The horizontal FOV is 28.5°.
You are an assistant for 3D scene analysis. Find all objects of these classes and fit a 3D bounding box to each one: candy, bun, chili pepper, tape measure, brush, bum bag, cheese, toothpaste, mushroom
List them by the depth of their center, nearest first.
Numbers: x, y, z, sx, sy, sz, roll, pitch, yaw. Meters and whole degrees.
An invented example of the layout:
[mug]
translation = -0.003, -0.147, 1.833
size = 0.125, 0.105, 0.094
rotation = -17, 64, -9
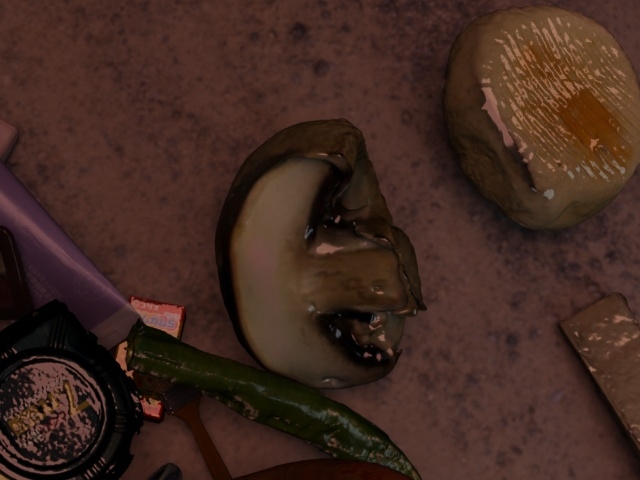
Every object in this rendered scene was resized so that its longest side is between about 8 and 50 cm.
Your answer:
[tape measure]
translation = -0.274, 0.176, 1.197
size = 0.199, 0.112, 0.186
rotation = -35, 82, -23
[chili pepper]
translation = -0.032, 0.177, 1.252
size = 0.359, 0.085, 0.076
rotation = 29, 91, -13
[bum bag]
translation = -0.365, 0.031, 1.258
size = 0.159, 0.026, 0.109
rotation = -1, 117, 16
[toothpaste]
translation = -0.337, -0.026, 1.262
size = 0.125, 0.080, 0.371
rotation = -36, 95, 16
[brush]
translation = -0.127, 0.186, 1.278
size = 0.043, 0.014, 0.170
rotation = -30, 98, -32
[cheese]
translation = 0.375, 0.231, 1.281
size = 0.085, 0.034, 0.400
rotation = -26, 66, -2
[mushroom]
translation = -0.006, 0.005, 1.288
size = 0.189, 0.164, 0.267
rotation = -21, 114, 13
[candy]
translation = -0.180, 0.123, 1.299
size = 0.062, 0.038, 0.122
rotation = 12, 75, -3
[bun]
translation = 0.224, -0.133, 1.352
size = 0.244, 0.153, 0.244
rotation = 8, 72, -25

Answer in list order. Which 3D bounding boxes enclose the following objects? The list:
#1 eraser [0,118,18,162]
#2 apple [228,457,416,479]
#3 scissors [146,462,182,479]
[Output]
[eraser]
translation = -0.458, -0.057, 1.307
size = 0.204, 0.059, 0.243
rotation = 22, 70, 1
[apple]
translation = -0.009, 0.362, 1.101
size = 0.348, 0.348, 0.277
rotation = -15, 105, -9
[scissors]
translation = -0.269, 0.363, 1.132
size = 0.029, 0.256, 0.383
rotation = 44, 99, -8
